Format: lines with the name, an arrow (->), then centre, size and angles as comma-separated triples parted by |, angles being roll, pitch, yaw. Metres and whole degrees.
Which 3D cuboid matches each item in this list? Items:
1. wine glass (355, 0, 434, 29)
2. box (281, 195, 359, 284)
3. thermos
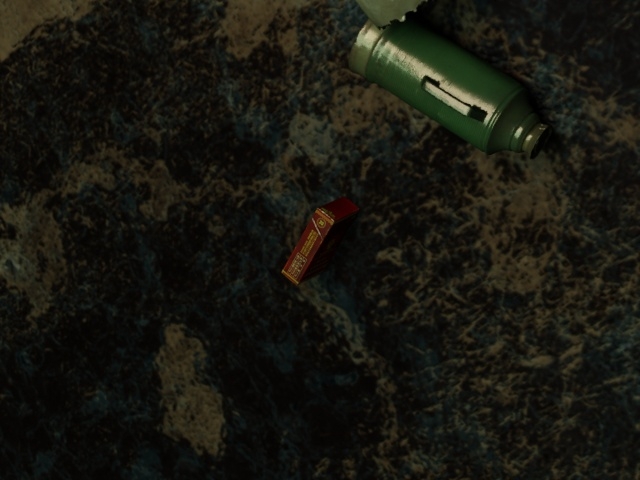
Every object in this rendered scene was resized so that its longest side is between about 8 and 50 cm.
wine glass -> -0.054, -0.300, 1.656 | 0.264, 0.096, 0.310 | -27, 98, 34
box -> 0.000, 0.000, 1.792 | 0.023, 0.051, 0.082 | 39, 120, 15
thermos -> 0.120, -0.137, 1.663 | 0.187, 0.073, 0.083 | 34, 163, 18
